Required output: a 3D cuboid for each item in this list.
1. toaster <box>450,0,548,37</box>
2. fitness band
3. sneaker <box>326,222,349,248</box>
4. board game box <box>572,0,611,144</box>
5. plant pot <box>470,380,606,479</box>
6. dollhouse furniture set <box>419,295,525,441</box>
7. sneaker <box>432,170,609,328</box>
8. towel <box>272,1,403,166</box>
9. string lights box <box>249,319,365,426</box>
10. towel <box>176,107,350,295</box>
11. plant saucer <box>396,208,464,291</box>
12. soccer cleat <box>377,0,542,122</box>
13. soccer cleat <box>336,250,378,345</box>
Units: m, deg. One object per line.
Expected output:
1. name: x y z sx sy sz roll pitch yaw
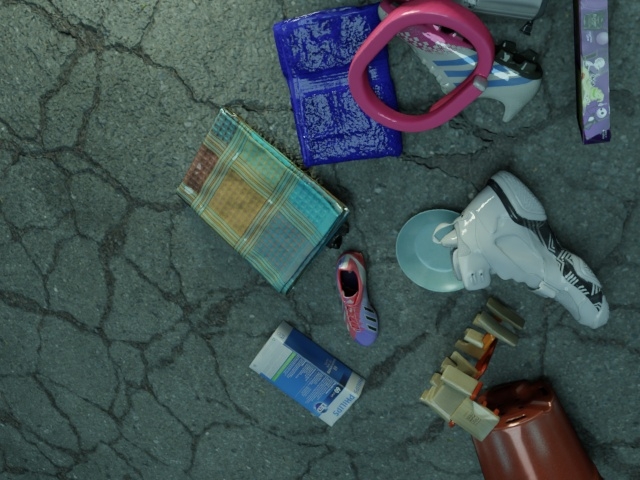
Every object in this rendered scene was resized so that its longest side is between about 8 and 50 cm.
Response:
1. toaster: 0.305 -0.464 1.046 0.146 0.129 0.227 2 120 -9
2. fitness band: 0.170 -0.298 1.102 0.209 0.054 0.291 32 149 -14
3. sneaker: 0.000 0.000 1.416 0.152 0.058 0.084 -43 87 22
4. board game box: 0.442 -0.353 1.027 0.056 0.208 0.346 -5 112 17
5. plant pot: 0.462 0.472 1.376 0.272 0.272 0.265 -20 98 25
6. dollhouse furniture set: 0.329 0.293 1.327 0.135 0.259 0.262 34 121 12
7. sneaker: 0.391 0.060 1.240 0.210 0.137 0.366 -37 94 7
8. towel: 0.035 -0.303 1.258 0.228 0.076 0.308 -5 112 21
9. string lights box: -0.033 0.335 1.568 0.260 0.077 0.133 36 120 0
10. towel: -0.144 -0.083 1.401 0.370 0.040 0.271 41 119 10
11. plant saucer: 0.262 0.018 1.350 0.195 0.037 0.195 7 116 16
12. soccer cleat: 0.240 -0.330 1.158 0.331 0.116 0.143 29 130 8
13. soccer cleat: 0.078 0.144 1.435 0.083 0.095 0.248 -2 112 19
